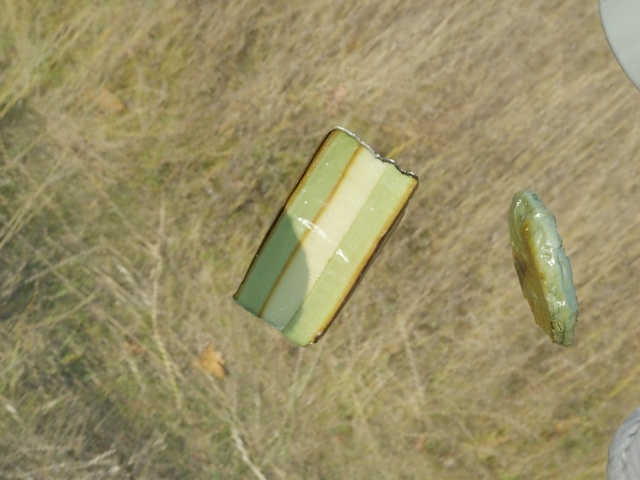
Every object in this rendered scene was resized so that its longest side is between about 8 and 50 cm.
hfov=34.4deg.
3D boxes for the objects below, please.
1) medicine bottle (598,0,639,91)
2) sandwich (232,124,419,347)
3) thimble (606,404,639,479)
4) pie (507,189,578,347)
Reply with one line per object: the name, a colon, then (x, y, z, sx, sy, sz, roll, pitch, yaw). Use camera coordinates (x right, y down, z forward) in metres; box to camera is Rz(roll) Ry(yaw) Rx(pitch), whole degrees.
medicine bottle: (0.579, -0.346, 1.555, 0.238, 0.232, 0.238, 22, 55, -35)
sandwich: (0.000, 0.000, 1.093, 0.117, 0.144, 0.187, 33, 72, 9)
thimble: (0.557, 0.366, 1.552, 0.217, 0.157, 0.246, -1, 86, -26)
pie: (0.397, 0.052, 1.840, 0.306, 0.071, 0.306, -18, 90, -86)
